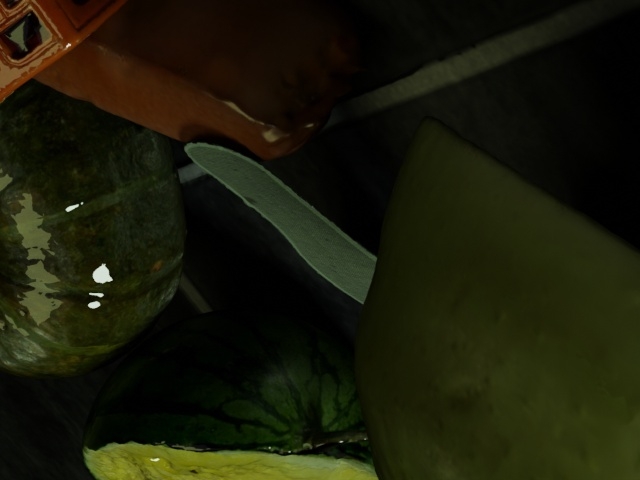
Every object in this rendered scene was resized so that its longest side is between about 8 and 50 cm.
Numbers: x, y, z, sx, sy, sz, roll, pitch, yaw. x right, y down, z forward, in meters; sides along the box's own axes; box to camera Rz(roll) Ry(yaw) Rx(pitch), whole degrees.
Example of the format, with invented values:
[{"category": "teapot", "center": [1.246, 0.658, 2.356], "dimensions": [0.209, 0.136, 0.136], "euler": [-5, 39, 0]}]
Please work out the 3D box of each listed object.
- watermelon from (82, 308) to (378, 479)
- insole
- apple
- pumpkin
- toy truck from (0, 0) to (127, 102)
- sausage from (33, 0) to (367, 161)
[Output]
[{"category": "watermelon", "center": [-0.043, 0.108, 1.202], "dimensions": [0.204, 0.127, 0.232], "euler": [12, 157, -14]}, {"category": "insole", "center": [0.000, 0.001, 1.069], "dimensions": [0.080, 0.003, 0.232], "euler": [12, 161, 37]}, {"category": "apple", "center": [0.182, 0.099, 0.844], "dimensions": [0.360, 0.311, 0.320], "euler": [35, 134, 29]}, {"category": "pumpkin", "center": [-0.179, -0.024, 1.176], "dimensions": [0.223, 0.157, 0.224], "euler": [19, 123, 32]}, {"category": "toy truck", "center": [-0.209, -0.187, 0.934], "dimensions": [0.114, 0.107, 0.253], "euler": [-28, 105, 29]}, {"category": "sausage", "center": [-0.127, -0.129, 1.059], "dimensions": [0.348, 0.097, 0.094], "euler": [24, 155, 24]}]
